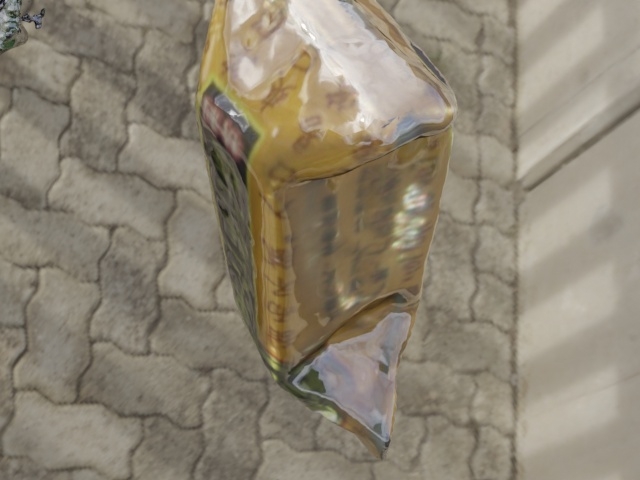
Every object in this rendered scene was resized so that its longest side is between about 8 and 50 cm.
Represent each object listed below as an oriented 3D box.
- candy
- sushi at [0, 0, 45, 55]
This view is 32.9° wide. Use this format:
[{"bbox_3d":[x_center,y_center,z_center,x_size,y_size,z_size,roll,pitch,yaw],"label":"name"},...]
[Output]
[{"bbox_3d":[0.000,0.000,0.529,0.101,0.271,0.143,-23,54,-22],"label":"candy"},{"bbox_3d":[-0.198,-0.144,0.612,0.084,0.056,0.083,17,99,-28],"label":"sushi"}]
